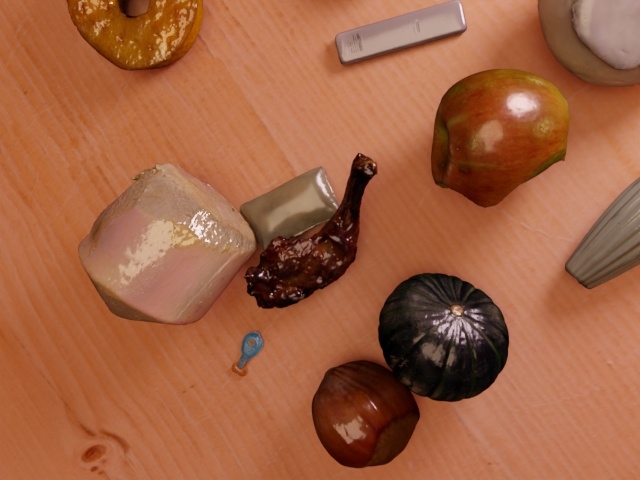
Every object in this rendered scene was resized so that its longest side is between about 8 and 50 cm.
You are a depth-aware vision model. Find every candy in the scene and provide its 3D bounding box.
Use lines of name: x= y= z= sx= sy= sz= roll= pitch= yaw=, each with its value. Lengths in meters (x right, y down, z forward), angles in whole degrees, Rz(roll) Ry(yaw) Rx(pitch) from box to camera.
candy: x=0.520 y=-0.404 z=0.996 sx=0.295 sy=0.185 sz=0.296 roll=0 pitch=98 yaw=-3

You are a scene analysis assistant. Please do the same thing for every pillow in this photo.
pillow: x=-0.064 y=-0.064 z=1.219 sx=0.208 sy=0.053 sz=0.119 roll=-27 pitch=90 yaw=10

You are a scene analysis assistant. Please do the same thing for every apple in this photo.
apple: x=0.321 y=-0.178 z=1.028 sx=0.226 sy=0.246 sz=0.247 roll=-2 pitch=93 yaw=-2

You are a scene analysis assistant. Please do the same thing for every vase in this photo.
vase: x=0.560 y=-0.012 z=1.048 sx=0.128 sy=0.128 sz=0.248 roll=45 pitch=110 yaw=7

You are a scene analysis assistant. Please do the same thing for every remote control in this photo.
remote control: x=0.159 y=-0.416 z=1.159 sx=0.260 sy=0.029 sz=0.067 roll=-12 pitch=91 yaw=11

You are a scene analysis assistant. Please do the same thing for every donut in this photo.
donut: x=-0.387 y=-0.509 z=1.237 sx=0.302 sy=0.110 sz=0.303 roll=1 pitch=97 yaw=12

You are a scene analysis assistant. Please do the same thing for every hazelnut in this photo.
hazelnut: x=0.084 y=0.353 z=1.159 sx=0.209 sy=0.210 sz=0.186 roll=-8 pitch=122 yaw=13

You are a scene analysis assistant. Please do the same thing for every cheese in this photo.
cheese: x=-0.163 y=0.251 z=1.281 sx=0.047 sy=0.017 sz=0.111 roll=30 pitch=100 yaw=13

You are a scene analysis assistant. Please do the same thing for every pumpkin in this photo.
pumpkin: x=0.228 y=0.184 z=1.102 sx=0.249 sy=0.216 sz=0.250 roll=3 pitch=69 yaw=-8

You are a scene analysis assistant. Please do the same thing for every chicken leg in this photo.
chicken leg: x=0.000 y=0.000 z=1.171 sx=0.158 sy=0.096 sz=0.407 roll=36 pitch=114 yaw=-15

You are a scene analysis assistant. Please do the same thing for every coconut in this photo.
coconut: x=-0.317 y=0.026 z=1.161 sx=0.297 sy=0.297 sz=0.309 roll=44 pitch=97 yaw=7
